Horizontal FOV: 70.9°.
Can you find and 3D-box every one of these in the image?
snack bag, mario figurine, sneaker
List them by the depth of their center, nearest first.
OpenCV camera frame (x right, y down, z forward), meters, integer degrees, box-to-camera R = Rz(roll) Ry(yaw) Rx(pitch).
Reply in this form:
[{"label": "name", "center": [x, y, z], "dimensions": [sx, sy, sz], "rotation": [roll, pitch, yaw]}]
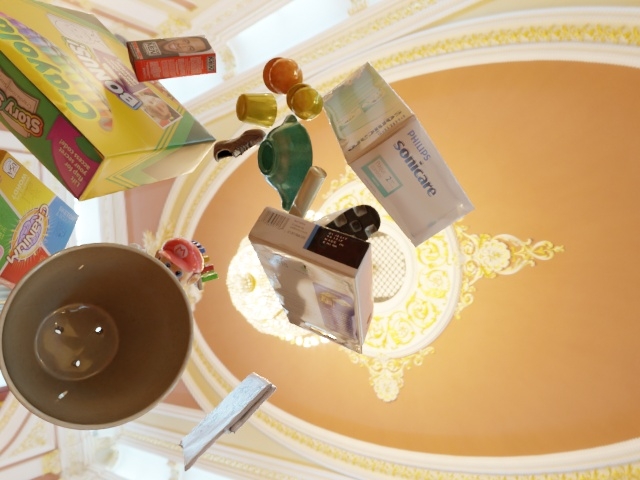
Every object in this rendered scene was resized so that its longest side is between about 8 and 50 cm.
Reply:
[{"label": "mario figurine", "center": [-0.413, 0.131, 1.113], "dimensions": [0.321, 0.198, 0.170], "rotation": [-53, -131, 13]}, {"label": "sneaker", "center": [0.000, 0.000, 1.212], "dimensions": [0.330, 0.146, 0.123], "rotation": [-22, -81, 1]}, {"label": "snack bag", "center": [-0.300, 0.560, 1.419], "dimensions": [0.037, 0.342, 0.323], "rotation": [51, -21, -5]}, {"label": "sneaker", "center": [-0.259, -0.298, 1.451], "dimensions": [0.188, 0.066, 0.071], "rotation": [-16, -126, 15]}]

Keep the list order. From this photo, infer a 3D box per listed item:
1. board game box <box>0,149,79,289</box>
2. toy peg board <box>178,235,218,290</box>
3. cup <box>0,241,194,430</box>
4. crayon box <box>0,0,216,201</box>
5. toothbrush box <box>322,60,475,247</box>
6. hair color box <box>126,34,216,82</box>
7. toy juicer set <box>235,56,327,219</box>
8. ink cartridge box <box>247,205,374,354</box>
[{"label": "board game box", "center": [-0.709, -0.027, 1.041], "dimensions": [0.064, 0.317, 0.242], "rotation": [10, -112, 4]}, {"label": "toy peg board", "center": [-0.428, 0.069, 1.581], "dimensions": [0.161, 0.079, 0.161], "rotation": [23, -57, 54]}, {"label": "cup", "center": [-0.456, 0.190, 0.894], "dimensions": [0.236, 0.331, 0.331], "rotation": [-20, -102, 47]}, {"label": "crayon box", "center": [-0.407, -0.257, 0.782], "dimensions": [0.363, 0.313, 0.106], "rotation": [45, -67, 0]}, {"label": "toothbrush box", "center": [0.128, -0.165, 0.814], "dimensions": [0.126, 0.216, 0.296], "rotation": [-35, -145, 14]}, {"label": "hair color box", "center": [-0.266, -0.330, 0.810], "dimensions": [0.072, 0.141, 0.043], "rotation": [58, -28, 31]}, {"label": "toy juicer set", "center": [-0.041, -0.160, 0.779], "dimensions": [0.209, 0.089, 0.329], "rotation": [-36, -115, 48]}, {"label": "ink cartridge box", "center": [0.001, 0.081, 0.731], "dimensions": [0.165, 0.333, 0.065], "rotation": [20, -117, 17]}]
